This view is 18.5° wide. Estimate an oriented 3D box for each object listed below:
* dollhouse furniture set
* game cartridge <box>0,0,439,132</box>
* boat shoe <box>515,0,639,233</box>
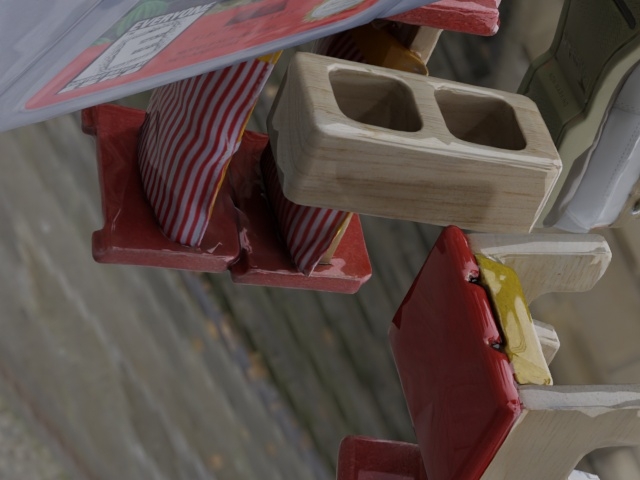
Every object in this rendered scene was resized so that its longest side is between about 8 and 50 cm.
[{"bbox_3d":[0.000,0.000,0.904,0.374,0.152,0.201,-104,-150,-46],"label":"dollhouse furniture set"},{"bbox_3d":[0.001,-0.102,0.508,0.294,0.196,0.060,-22,79,-42],"label":"game cartridge"},{"bbox_3d":[0.210,-0.124,1.210,0.302,0.103,0.113,119,-31,-43],"label":"boat shoe"}]
